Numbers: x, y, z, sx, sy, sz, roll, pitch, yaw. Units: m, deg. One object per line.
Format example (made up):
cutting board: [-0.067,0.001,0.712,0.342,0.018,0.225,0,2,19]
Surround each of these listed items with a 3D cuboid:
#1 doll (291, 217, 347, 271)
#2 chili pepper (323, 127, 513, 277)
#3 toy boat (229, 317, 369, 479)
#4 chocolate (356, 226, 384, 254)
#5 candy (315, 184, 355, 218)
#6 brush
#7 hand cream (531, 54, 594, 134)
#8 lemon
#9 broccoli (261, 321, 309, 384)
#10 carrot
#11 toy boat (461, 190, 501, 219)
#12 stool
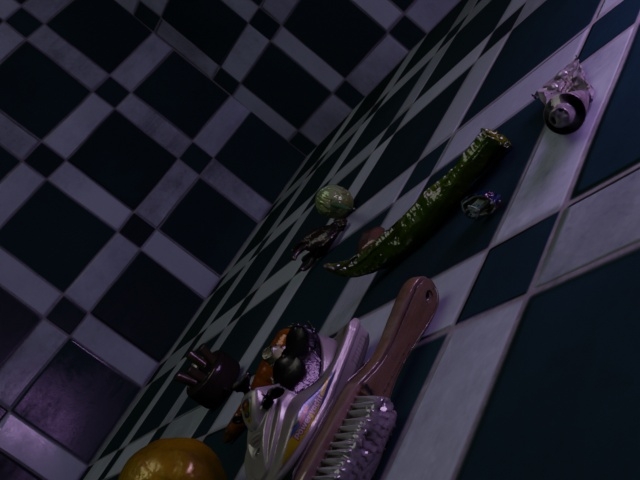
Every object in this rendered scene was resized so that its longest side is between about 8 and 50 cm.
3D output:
doll: [0.000,0.000,1.837,0.165,0.057,0.139,-41,9,9]
chili pepper: [0.151,-0.040,1.198,0.359,0.076,0.085,-43,-15,25]
toy boat: [-0.032,0.200,1.000,0.141,0.141,0.269,-44,-2,39]
chocolate: [0.093,-0.001,1.460,0.064,0.031,0.101,-43,10,22]
candy: [0.049,-0.083,1.801,0.092,0.093,0.335,-42,10,-1]
brush: [0.074,0.162,0.859,0.065,0.070,0.327,-14,33,45]
hand cream: [0.324,-0.190,1.020,0.084,0.050,0.257,-45,5,25]
lemon: [-0.222,0.374,1.130,0.170,0.170,0.207,-56,7,-25]
broccoli: [-0.045,0.186,1.217,0.097,0.092,0.095,-60,25,16]
carrot: [-0.104,0.256,1.358,0.257,0.061,0.061,-55,9,1]
toy boat: [0.214,-0.046,1.026,0.038,0.038,0.083,-55,10,-18]
stool: [-0.260,0.302,1.744,0.125,0.121,0.217,-54,15,-8]
